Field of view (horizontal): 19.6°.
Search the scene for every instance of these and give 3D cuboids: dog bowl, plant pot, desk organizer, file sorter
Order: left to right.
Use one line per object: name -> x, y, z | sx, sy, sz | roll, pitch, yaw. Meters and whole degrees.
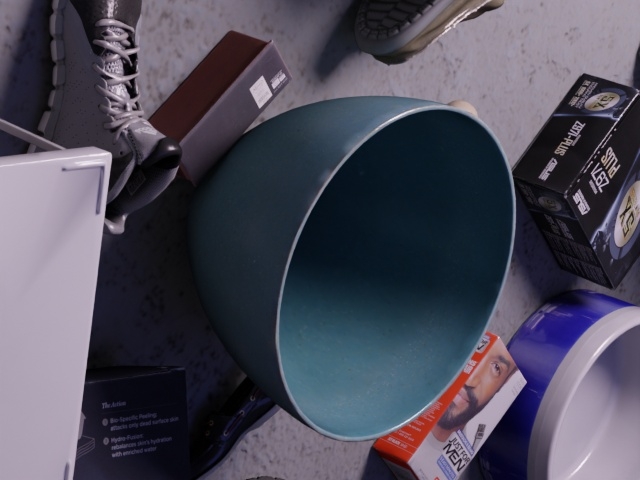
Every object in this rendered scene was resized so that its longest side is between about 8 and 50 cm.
file sorter -> -0.288, 0.056, 1.301 | 0.193, 0.173, 0.277 | -10, 115, -46
desk organizer -> -0.088, -0.112, 1.540 | 0.130, 0.050, 0.047 | -50, 137, -20
plant pot -> 0.000, 0.000, 1.577 | 0.290, 0.195, 0.290 | -24, 125, -40
dog bowl -> 0.296, 0.192, 2.069 | 0.265, 0.104, 0.265 | -23, 123, -40

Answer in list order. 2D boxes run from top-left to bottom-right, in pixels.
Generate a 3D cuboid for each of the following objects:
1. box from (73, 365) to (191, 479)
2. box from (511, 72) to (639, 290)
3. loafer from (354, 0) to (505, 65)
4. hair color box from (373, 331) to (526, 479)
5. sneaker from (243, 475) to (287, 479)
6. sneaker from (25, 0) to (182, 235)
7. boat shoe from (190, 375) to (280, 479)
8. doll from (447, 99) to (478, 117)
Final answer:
box -> -0.190, 0.186, 1.501 | 0.156, 0.093, 0.158 | -3, 91, -47
box -> 0.297, -0.062, 1.971 | 0.147, 0.077, 0.180 | -52, 138, -17
loafer -> 0.131, -0.231, 1.694 | 0.251, 0.094, 0.087 | -43, 130, -26
hair color box -> 0.136, 0.180, 1.925 | 0.167, 0.053, 0.093 | -53, 138, -18
sneaker -> -0.073, 0.289, 1.685 | 0.286, 0.130, 0.109 | -3, 108, -49
sneaker -> -0.146, -0.111, 1.412 | 0.086, 0.132, 0.228 | -2, 109, -48
boat shoe -> -0.089, 0.171, 1.681 | 0.133, 0.049, 0.042 | -44, 108, -16
doll -> 0.112, -0.045, 1.798 | 0.129, 0.046, 0.189 | 12, 99, -51
